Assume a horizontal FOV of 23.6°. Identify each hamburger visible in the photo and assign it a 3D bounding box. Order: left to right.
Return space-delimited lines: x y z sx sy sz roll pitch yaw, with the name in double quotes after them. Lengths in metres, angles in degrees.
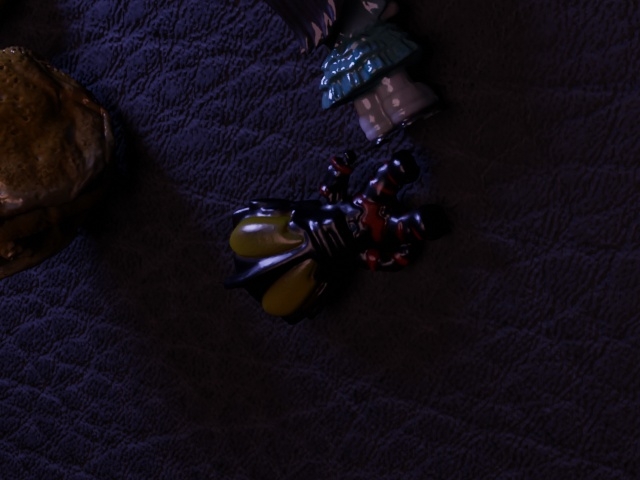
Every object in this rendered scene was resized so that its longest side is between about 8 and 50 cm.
-0.349 -0.079 1.645 0.244 0.244 0.163 50 145 19 "hamburger"

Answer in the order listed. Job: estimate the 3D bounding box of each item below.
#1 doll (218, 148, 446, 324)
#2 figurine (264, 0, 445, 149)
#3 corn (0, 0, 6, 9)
-0.002 -0.001 1.469 0.248 0.088 0.127 -21 67 32 "doll"
0.013 -0.204 1.407 0.138 0.110 0.245 -29 89 41 "figurine"
-0.458 -0.242 1.767 0.293 0.106 0.106 -38 76 36 "corn"
